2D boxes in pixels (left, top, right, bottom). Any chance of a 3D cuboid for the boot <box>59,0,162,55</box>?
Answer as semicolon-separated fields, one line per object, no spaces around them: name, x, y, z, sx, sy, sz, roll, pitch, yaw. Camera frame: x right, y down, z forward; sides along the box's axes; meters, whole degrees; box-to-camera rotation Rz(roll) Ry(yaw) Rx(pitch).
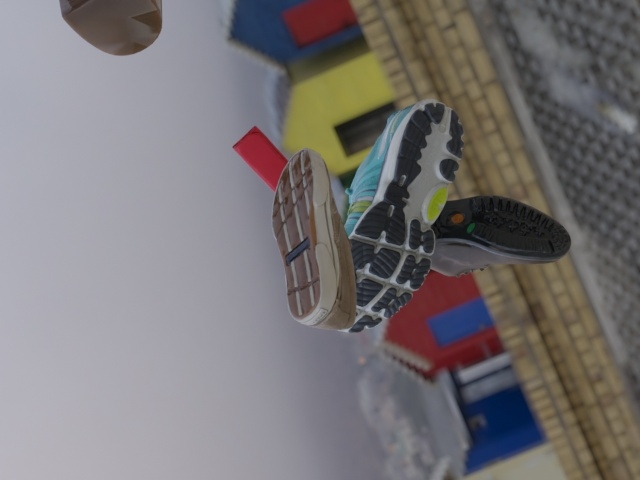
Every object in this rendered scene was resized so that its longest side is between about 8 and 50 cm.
boot;-0.210;-0.289;1.221;0.283;0.109;0.220;44;-159;-41

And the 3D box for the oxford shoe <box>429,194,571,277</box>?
oxford shoe;0.185;0.000;1.995;0.096;0.227;0.082;83;-161;-50

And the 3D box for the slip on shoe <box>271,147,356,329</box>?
slip on shoe;0.000;0.000;1.139;0.041;0.051;0.135;20;-134;-35

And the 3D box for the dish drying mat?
dish drying mat;-0.050;-0.075;1.632;0.083;0.032;0.008;47;180;-35

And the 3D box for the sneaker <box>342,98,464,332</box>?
sneaker;0.072;-0.026;1.829;0.107;0.275;0.110;29;170;-25
